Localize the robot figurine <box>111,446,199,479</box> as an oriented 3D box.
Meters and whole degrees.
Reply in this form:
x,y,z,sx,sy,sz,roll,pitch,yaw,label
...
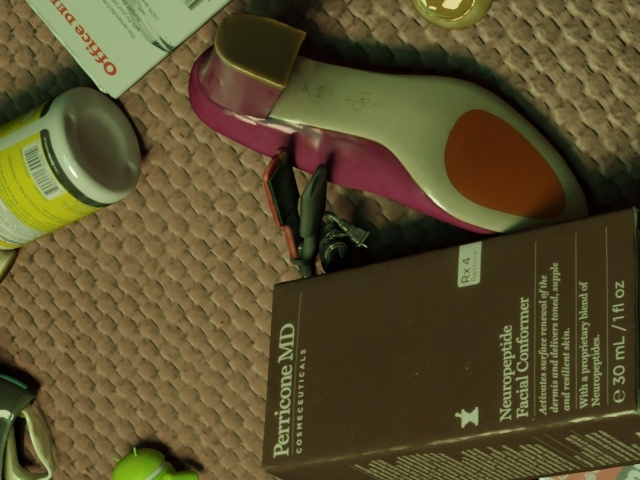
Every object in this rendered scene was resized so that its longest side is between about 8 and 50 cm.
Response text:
x,y,z,sx,sy,sz,roll,pitch,yaw,label
-0.176,0.271,1.998,0.101,0.067,0.115,-28,101,45,robot figurine

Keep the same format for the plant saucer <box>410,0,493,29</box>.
x,y,z,sx,sy,sz,roll,pitch,yaw,label
0.111,-0.223,1.651,0.083,0.015,0.083,10,118,20,plant saucer

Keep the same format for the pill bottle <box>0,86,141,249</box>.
x,y,z,sx,sy,sz,roll,pitch,yaw,label
-0.289,-0.061,1.854,0.209,0.119,0.119,-22,104,32,pill bottle

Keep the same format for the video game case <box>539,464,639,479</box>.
x,y,z,sx,sy,sz,roll,pitch,yaw,label
0.367,0.202,1.674,0.285,0.025,0.204,32,90,7,video game case

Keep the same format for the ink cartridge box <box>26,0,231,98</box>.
x,y,z,sx,sy,sz,roll,pitch,yaw,label
-0.157,-0.252,1.717,0.208,0.087,0.153,-35,97,33,ink cartridge box

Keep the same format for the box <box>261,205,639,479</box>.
x,y,z,sx,sy,sz,roll,pitch,yaw,label
0.140,0.109,1.669,0.381,0.191,0.143,-15,151,33,box

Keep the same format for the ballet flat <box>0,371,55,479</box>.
x,y,z,sx,sy,sz,roll,pitch,yaw,label
-0.340,0.275,2.065,0.096,0.095,0.280,5,117,10,ballet flat

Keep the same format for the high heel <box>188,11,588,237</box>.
x,y,z,sx,sy,sz,roll,pitch,yaw,label
0.059,-0.087,1.721,0.377,0.127,0.181,30,161,-1,high heel

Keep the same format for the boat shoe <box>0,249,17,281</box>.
x,y,z,sx,sy,sz,roll,pitch,yaw,label
-0.383,0.052,1.988,0.059,0.063,0.170,42,125,-6,boat shoe

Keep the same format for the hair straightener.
x,y,z,sx,sy,sz,roll,pitch,yaw,label
0.000,0.000,1.740,0.089,0.047,0.230,23,152,17,hair straightener
